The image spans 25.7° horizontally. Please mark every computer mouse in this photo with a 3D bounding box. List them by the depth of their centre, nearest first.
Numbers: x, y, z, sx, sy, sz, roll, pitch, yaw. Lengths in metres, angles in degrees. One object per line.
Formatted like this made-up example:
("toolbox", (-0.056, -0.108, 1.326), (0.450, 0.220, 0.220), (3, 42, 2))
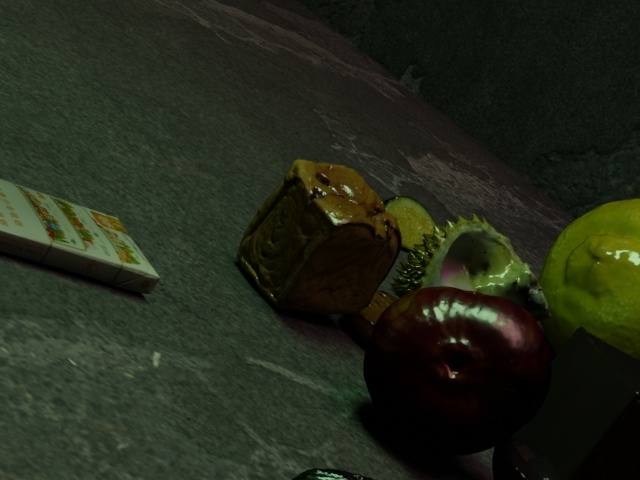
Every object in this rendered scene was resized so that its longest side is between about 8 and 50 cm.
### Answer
("computer mouse", (0.239, 0.291, 1.532), (0.172, 0.057, 0.099), (54, 19, 23))

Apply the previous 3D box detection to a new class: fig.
("fig", (0.155, 0.154, 1.570), (0.249, 0.204, 0.186), (64, 21, -71))

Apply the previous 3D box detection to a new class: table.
("table", (0.374, 0.248, 1.738), (0.193, 0.169, 0.172), (29, 16, -26))

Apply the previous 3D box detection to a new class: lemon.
("lemon", (0.515, 0.097, 2.236), (0.348, 0.348, 0.348), (32, 15, -9))

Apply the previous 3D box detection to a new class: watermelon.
("watermelon", (0.128, -0.019, 2.328), (0.181, 0.075, 0.092), (19, 65, -42))

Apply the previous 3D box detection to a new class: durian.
("durian", (0.220, 0.076, 1.960), (0.306, 0.172, 0.166), (46, 4, -36))

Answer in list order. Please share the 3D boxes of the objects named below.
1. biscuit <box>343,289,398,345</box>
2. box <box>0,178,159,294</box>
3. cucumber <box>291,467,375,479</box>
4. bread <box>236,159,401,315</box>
("biscuit", (0.115, 0.130, 1.807), (0.212, 0.036, 0.212), (32, 15, -10))
("box", (-0.275, -0.012, 1.413), (0.220, 0.032, 0.122), (20, 20, -42))
("cucumber", (0.076, 0.258, 1.249), (0.245, 0.067, 0.067), (31, 15, -19))
("bread", (0.000, 0.000, 1.705), (0.143, 0.158, 0.149), (10, 26, -44))
